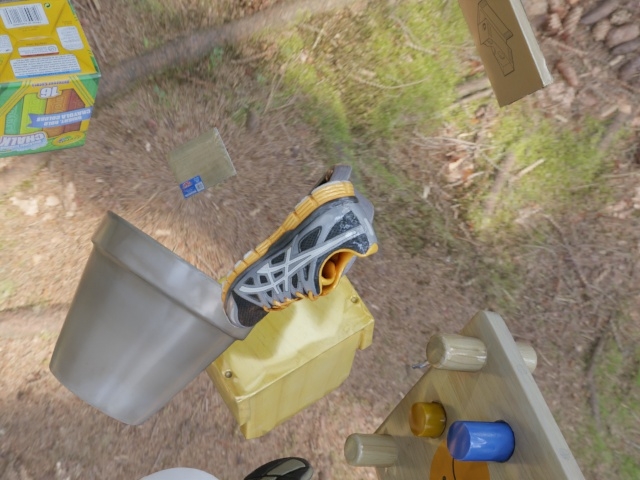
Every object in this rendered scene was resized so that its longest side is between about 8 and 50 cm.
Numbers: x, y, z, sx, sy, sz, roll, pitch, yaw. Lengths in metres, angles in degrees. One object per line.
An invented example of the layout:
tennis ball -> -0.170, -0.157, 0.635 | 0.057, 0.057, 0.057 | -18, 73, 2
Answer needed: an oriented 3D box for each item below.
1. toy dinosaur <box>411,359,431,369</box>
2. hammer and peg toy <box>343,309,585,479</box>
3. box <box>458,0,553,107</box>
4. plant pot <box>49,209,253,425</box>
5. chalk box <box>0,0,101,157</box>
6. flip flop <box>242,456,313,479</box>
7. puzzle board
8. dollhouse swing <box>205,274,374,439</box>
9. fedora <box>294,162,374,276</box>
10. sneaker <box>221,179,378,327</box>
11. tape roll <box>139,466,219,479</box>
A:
toy dinosaur -> 0.270, 0.358, 1.737 | 0.127, 0.295, 0.200 | 0, 112, -8
hammer and peg toy -> 0.166, 0.276, 0.766 | 0.127, 0.361, 0.266 | 10, 129, -28
box -> 0.277, -0.313, 1.226 | 0.021, 0.164, 0.201 | -23, 92, -10
plant pot -> -0.309, 0.149, 1.380 | 0.323, 0.323, 0.280 | 36, 83, -10
chalk box -> -0.527, -0.269, 1.442 | 0.180, 0.289, 0.179 | -15, 70, -29
flip flop -> -0.100, 0.439, 1.167 | 0.080, 0.112, 0.277 | 46, 64, -28
puzzle board -> -0.226, -0.145, 1.509 | 0.128, 0.011, 0.096 | -23, 93, 27
dollhouse swing -> -0.102, 0.229, 1.796 | 0.347, 0.305, 0.315 | -29, 79, -22
fedora -> 0.000, 0.000, 1.414 | 0.124, 0.244, 0.275 | 37, 91, -8
sneaker -> -0.026, 0.033, 0.831 | 0.215, 0.084, 0.083 | -46, 71, 32
tape roll -> -0.321, 0.655, 1.788 | 0.286, 0.100, 0.286 | -5, 109, -15
